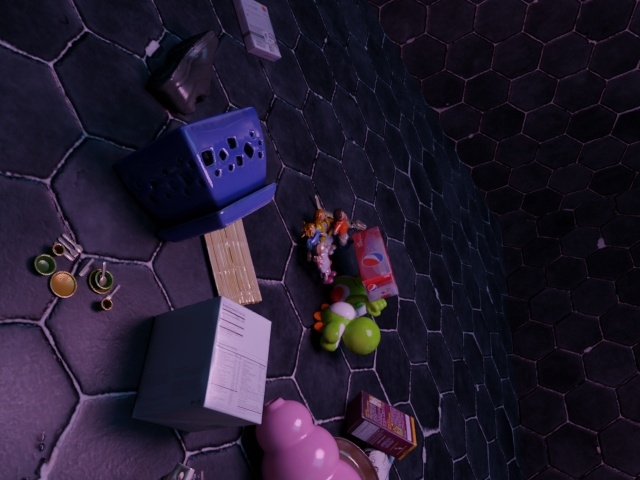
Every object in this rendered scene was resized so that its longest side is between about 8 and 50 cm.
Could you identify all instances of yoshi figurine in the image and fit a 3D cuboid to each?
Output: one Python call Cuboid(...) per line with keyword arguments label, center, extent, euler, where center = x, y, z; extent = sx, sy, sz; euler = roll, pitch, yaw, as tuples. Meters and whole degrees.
Cuboid(label="yoshi figurine", center=(0.126, 0.220, 1.532), extent=(0.362, 0.203, 0.203), euler=(-52, 125, -51))

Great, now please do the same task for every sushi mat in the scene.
Cuboid(label="sushi mat", center=(-0.230, 0.010, 1.250), extent=(0.151, 0.019, 0.316), euler=(-3, 76, -57))

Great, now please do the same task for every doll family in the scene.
Cuboid(label="doll family", center=(0.000, 0.000, 1.541), extent=(0.263, 0.118, 0.163), euler=(-61, 143, -46))

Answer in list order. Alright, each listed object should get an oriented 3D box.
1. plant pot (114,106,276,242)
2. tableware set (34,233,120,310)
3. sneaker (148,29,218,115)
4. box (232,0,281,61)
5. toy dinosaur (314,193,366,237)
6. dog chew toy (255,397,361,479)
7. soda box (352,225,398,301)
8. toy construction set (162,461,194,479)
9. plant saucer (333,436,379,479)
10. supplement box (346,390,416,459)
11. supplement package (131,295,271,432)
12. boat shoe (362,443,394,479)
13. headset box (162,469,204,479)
Cuboid(label="plant pot", center=(-0.247, -0.133, 1.087), extent=(0.236, 0.236, 0.212), euler=(-37, 108, -52))
Cuboid(label="tableware set", center=(-0.429, 0.065, 0.906), extent=(0.154, 0.024, 0.104), euler=(54, 35, -26))
Cuboid(label="sneaker", center=(-0.324, -0.424, 1.281), extent=(0.130, 0.109, 0.286), euler=(57, 39, -39))
Cuboid(label="box", center=(-0.206, -0.690, 1.648), extent=(0.145, 0.038, 0.186), euler=(-9, 83, -59))
Cuboid(label="toy dinosaur", center=(0.064, -0.054, 1.710), extent=(0.268, 0.064, 0.118), euler=(27, 46, -46))
Cuboid(label="dog chew toy", center=(-0.036, 0.509, 1.126), extent=(0.207, 0.207, 0.331), euler=(-22, 84, -59))
Cuboid(label="soda box", center=(0.161, 0.065, 1.520), extent=(0.263, 0.092, 0.083), euler=(-97, 167, -58))
Cuboid(label="toy construction set", center=(-0.181, 0.536, 0.882), extent=(0.215, 0.151, 0.327), euler=(-50, 124, -15))
Cuboid(label="plant saucer", center=(0.067, 0.607, 1.312), extent=(0.199, 0.036, 0.198), euler=(32, 24, -16))
Cuboid(label="supplement box", center=(0.173, 0.528, 1.449), extent=(0.188, 0.081, 0.104), euler=(31, 25, -11))
Cuboid(label="supplement package", center=(-0.220, 0.243, 0.971), extent=(0.149, 0.194, 0.203), euler=(38, 45, -43))
Cuboid(label="boat shoe", center=(0.152, 0.632, 1.440), extent=(0.088, 0.096, 0.267), euler=(62, 31, -7))
Cuboid(label="headset box", center=(-0.253, 0.469, 0.953), extent=(0.083, 0.032, 0.062), euler=(20, 58, -53))
